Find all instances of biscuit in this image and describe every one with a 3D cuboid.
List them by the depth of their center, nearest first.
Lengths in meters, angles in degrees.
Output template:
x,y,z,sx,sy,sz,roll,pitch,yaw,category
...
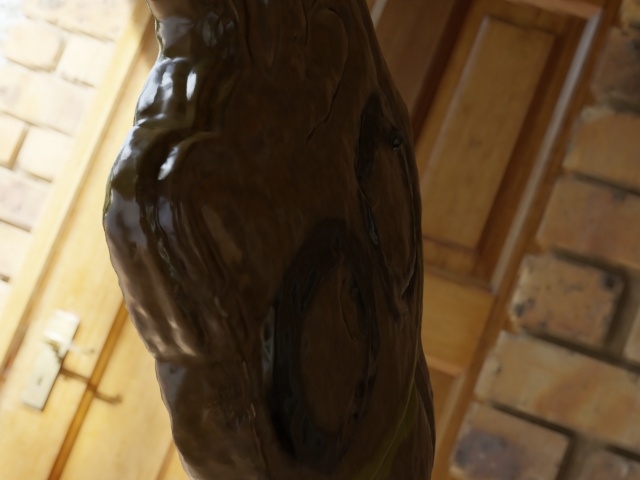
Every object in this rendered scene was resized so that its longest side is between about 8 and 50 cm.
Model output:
x,y,z,sx,sy,sz,roll,pitch,yaw,category
0.000,0.000,0.509,0.041,0.208,0.290,-3,-58,21,biscuit
